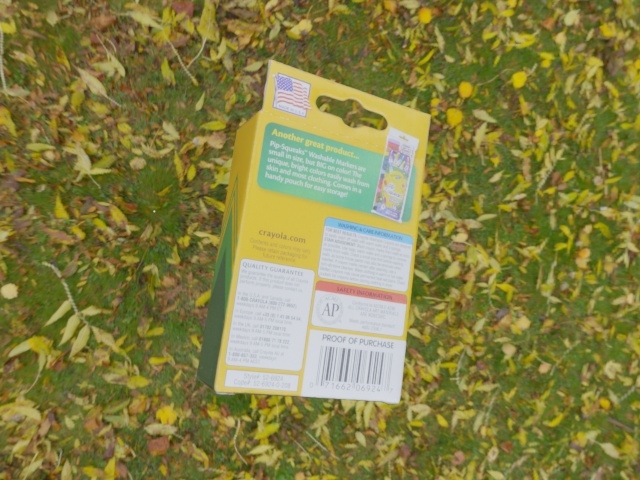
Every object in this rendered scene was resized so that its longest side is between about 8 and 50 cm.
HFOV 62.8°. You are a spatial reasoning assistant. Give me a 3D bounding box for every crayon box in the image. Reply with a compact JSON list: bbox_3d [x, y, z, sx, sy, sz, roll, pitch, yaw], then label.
[{"bbox_3d":[0.000,0.000,0.565,0.203,0.083,0.322,12,82,-25],"label":"crayon box"}]
